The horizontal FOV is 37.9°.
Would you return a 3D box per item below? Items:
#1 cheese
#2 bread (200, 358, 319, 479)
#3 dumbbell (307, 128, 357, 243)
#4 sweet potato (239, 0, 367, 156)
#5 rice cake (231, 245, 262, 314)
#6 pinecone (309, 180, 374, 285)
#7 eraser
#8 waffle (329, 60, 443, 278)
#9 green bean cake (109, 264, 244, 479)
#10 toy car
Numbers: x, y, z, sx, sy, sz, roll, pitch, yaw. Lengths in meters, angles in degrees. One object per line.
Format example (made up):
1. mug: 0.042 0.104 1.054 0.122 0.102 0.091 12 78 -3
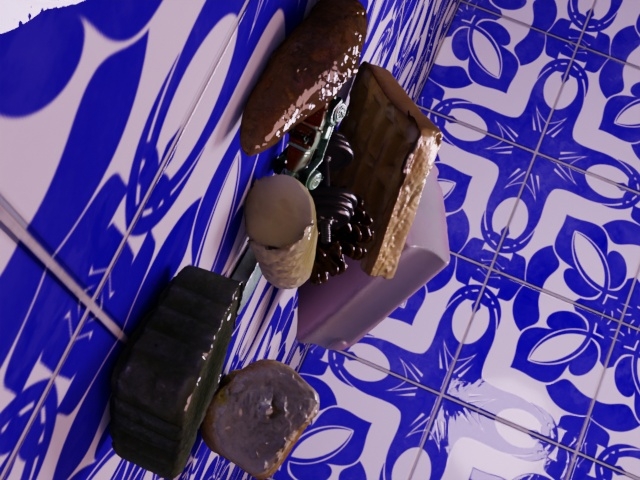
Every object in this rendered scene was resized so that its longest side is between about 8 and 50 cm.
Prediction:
1. cheese: -0.050 -0.010 1.297 0.167 0.093 0.123 79 8 -69
2. bread: -0.111 0.306 1.642 0.195 0.176 0.246 -54 173 -14
3. dumbbell: 0.006 -0.093 1.431 0.099 0.099 0.209 98 -9 -67
4. sweet potato: 0.000 -0.216 1.100 0.114 0.092 0.341 -50 -174 42
5. rice cake: -0.103 0.036 1.389 0.043 0.034 0.211 90 22 -52
6. pinecone: -0.006 -0.002 1.524 0.165 0.163 0.163 -52 165 -44
7. eraser: 0.096 0.029 1.851 0.359 0.122 0.272 -47 -149 37
8. waffle: 0.099 -0.133 1.671 0.348 0.077 0.304 -116 -140 -57
9. green bean cake: -0.156 0.140 1.018 0.183 0.094 0.185 105 10 -50
10. toy car: -0.019 -0.144 1.305 0.054 0.073 0.143 -14 129 -63
